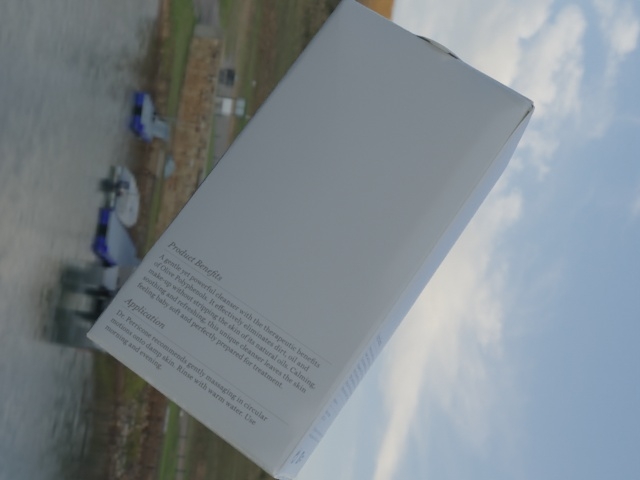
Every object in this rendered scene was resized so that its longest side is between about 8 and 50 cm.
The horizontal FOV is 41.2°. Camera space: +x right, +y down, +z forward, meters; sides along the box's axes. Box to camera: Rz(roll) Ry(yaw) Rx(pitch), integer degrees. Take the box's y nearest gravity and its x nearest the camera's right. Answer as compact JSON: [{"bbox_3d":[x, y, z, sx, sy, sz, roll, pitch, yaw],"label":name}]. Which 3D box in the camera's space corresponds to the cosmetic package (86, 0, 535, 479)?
[{"bbox_3d":[0.000,0.000,0.741,0.365,0.197,0.155,-53,167,-12],"label":"cosmetic package"}]
